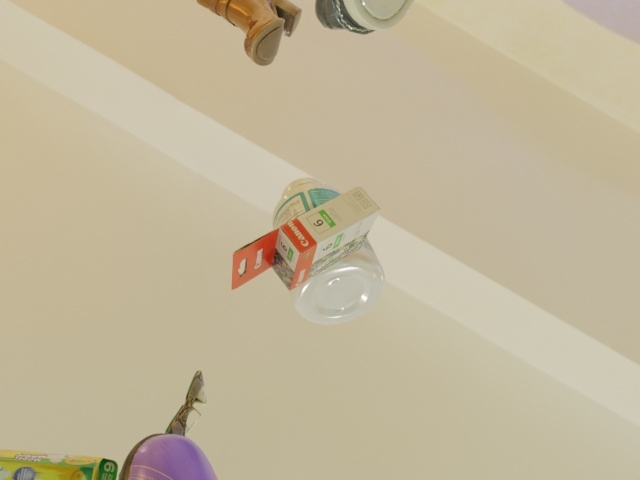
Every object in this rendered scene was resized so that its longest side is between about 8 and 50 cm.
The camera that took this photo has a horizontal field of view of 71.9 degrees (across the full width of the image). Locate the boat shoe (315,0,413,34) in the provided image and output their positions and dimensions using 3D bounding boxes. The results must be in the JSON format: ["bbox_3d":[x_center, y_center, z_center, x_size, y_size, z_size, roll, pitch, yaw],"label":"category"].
[{"bbox_3d":[0.075,-0.295,0.377,0.095,0.079,0.254,20,-85,-40],"label":"boat shoe"}]

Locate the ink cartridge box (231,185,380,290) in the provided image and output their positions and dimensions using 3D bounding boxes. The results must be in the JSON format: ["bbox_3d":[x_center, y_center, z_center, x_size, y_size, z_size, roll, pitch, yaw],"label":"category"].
[{"bbox_3d":[-0.012,0.007,0.339,0.115,0.063,0.029,-30,-111,-26],"label":"ink cartridge box"}]

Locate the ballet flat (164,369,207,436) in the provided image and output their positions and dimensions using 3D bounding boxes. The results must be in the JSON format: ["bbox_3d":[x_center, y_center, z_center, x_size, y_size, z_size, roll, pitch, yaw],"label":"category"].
[{"bbox_3d":[-0.200,0.259,0.691,0.041,0.041,0.114,24,-137,-4],"label":"ballet flat"}]

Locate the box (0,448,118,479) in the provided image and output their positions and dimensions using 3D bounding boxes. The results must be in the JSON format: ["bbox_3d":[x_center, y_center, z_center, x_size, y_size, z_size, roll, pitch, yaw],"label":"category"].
[{"bbox_3d":[-0.385,0.357,0.617,0.179,0.043,0.105,8,-96,-8],"label":"box"}]

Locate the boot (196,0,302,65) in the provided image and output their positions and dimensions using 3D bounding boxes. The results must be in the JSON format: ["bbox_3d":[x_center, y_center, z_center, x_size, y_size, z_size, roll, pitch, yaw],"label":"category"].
[{"bbox_3d":[-0.128,-0.356,0.703,0.152,0.073,0.197,24,-138,-3],"label":"boot"}]

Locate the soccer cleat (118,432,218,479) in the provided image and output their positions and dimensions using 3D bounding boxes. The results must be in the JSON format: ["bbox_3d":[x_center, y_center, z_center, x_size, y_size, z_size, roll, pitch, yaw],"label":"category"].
[{"bbox_3d":[-0.045,0.265,0.288,0.116,0.109,0.318,-40,-123,15],"label":"soccer cleat"}]

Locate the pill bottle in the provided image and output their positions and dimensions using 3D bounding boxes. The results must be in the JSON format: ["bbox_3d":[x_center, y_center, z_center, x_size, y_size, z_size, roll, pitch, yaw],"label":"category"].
[{"bbox_3d":[0.000,0.000,0.742,0.146,0.146,0.264,-3,-141,-14],"label":"pill bottle"}]
